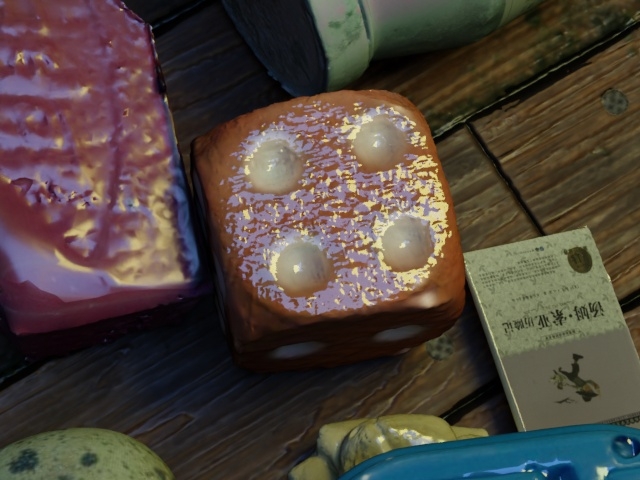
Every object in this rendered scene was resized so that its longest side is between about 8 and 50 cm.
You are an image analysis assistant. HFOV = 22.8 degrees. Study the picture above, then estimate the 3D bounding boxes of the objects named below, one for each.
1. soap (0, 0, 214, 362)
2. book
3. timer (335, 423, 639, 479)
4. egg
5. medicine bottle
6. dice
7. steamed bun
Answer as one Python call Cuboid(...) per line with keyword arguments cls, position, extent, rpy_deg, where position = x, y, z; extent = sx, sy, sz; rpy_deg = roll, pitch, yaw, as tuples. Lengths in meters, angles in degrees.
Cuboid(cls="soap", position=(-0.214, -0.077, 1.206), extent=(0.220, 0.127, 0.325), rpy_deg=(-10, 72, -16))
Cuboid(cls="book", position=(0.190, 0.082, 1.256), extent=(0.127, 0.014, 0.182), rpy_deg=(-10, 73, -25))
Cuboid(cls="timer", position=(0.137, 0.285, 1.008), extent=(0.309, 0.115, 0.340), rpy_deg=(-8, 63, 2))
Cuboid(cls="egg", position=(-0.184, 0.204, 1.118), extent=(0.181, 0.141, 0.141), rpy_deg=(-8, 73, -1))
Cuboid(cls="medicine bottle", position=(0.066, -0.260, 1.249), extent=(0.290, 0.245, 0.245), rpy_deg=(-32, 79, -14))
Cuboid(cls="dice", position=(0.000, 0.000, 1.186), extent=(0.179, 0.175, 0.174), rpy_deg=(-12, 75, -12))
Cuboid(cls="steamed bun", position=(0.066, 0.206, 1.165), extent=(0.192, 0.106, 0.177), rpy_deg=(19, 69, 1))
